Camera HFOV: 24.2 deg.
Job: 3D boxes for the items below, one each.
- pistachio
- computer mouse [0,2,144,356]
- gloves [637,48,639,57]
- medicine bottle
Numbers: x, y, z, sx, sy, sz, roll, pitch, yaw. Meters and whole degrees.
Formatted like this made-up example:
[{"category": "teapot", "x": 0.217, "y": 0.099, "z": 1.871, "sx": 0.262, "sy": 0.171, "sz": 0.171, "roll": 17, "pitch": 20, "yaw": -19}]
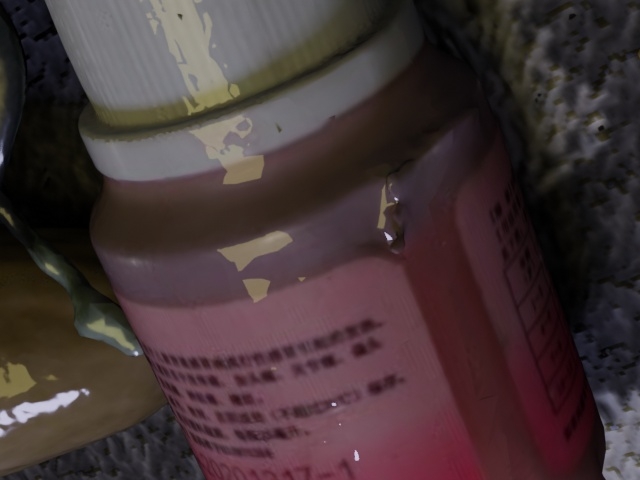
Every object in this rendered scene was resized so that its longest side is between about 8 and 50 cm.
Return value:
[{"category": "pistachio", "x": -0.131, "y": 0.049, "z": 0.621, "sx": 0.185, "sy": 0.108, "sz": 0.126, "roll": -16, "pitch": 136, "yaw": 24}, {"category": "computer mouse", "x": -0.204, "y": -0.086, "z": 0.537, "sx": 0.379, "sy": 0.090, "sz": 0.167, "roll": 45, "pitch": 129, "yaw": 9}, {"category": "gloves", "x": 0.167, "y": -0.067, "z": 0.421, "sx": 0.110, "sy": 0.094, "sz": 0.144, "roll": 38, "pitch": 121, "yaw": -16}, {"category": "medicine bottle", "x": 0.000, "y": 0.000, "z": 0.504, "sx": 0.147, "sy": 0.147, "sz": 0.247, "roll": -10, "pitch": 115, "yaw": 29}]
